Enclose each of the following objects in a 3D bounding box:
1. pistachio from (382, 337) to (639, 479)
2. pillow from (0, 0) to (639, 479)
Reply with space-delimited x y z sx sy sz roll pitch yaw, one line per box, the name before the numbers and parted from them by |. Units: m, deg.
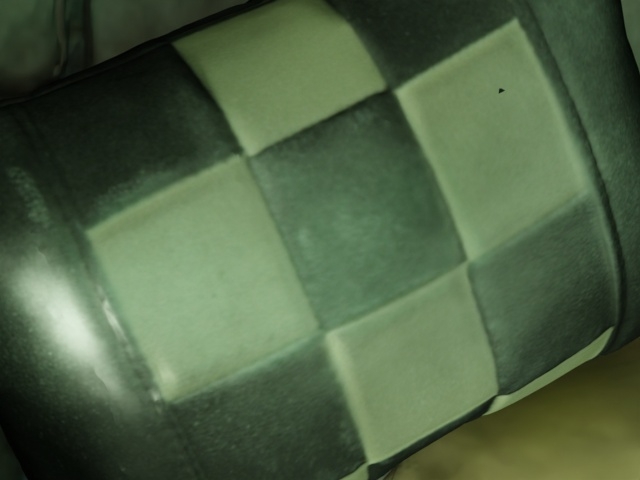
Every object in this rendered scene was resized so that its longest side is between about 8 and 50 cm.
pistachio | 0.158 0.113 0.494 0.318 0.213 0.193 -3 153 -24
pillow | 0.000 0.000 0.390 0.250 0.106 0.186 -27 116 -13
